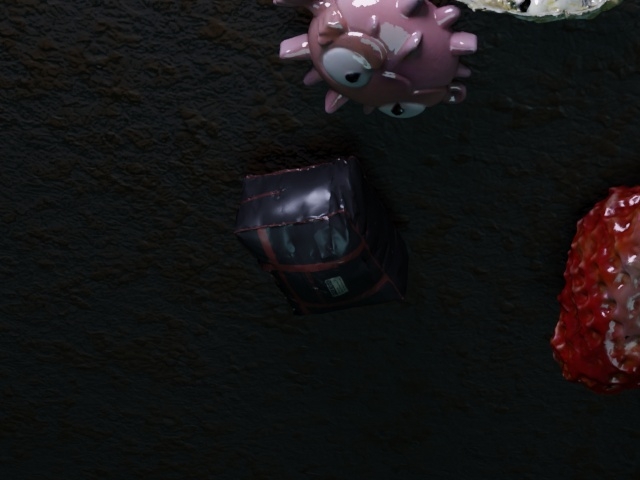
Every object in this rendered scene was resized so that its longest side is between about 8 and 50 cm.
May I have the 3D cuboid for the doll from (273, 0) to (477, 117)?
[{"bbox_3d":[0.063,-0.222,1.621,0.262,0.093,0.211,33,134,-32],"label":"doll"}]

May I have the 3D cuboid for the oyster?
[{"bbox_3d":[0.222,-0.271,1.577,0.200,0.106,0.061,29,174,-7],"label":"oyster"}]

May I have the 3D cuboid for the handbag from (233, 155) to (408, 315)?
[{"bbox_3d":[0.000,0.000,1.832,0.169,0.155,0.215,-8,140,23],"label":"handbag"}]

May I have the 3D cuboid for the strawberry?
[{"bbox_3d":[0.432,0.083,1.838,0.265,0.149,0.336,31,117,-9],"label":"strawberry"}]
